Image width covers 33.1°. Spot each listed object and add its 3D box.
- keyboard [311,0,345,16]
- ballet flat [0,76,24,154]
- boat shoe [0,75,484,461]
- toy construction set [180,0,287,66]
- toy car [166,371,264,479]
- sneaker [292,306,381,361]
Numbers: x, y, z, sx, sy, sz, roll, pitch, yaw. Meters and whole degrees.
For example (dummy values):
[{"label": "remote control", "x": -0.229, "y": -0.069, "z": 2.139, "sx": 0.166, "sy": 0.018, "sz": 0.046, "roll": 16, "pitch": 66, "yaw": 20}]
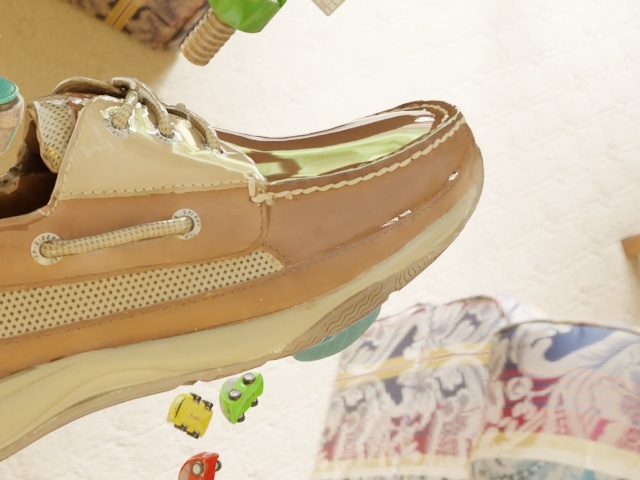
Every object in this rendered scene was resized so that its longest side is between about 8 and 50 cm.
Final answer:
[{"label": "keyboard", "x": -0.052, "y": -0.437, "z": 1.560, "sx": 0.256, "sy": 0.072, "sz": 0.014, "roll": 42, "pitch": 22, "yaw": -21}, {"label": "ballet flat", "x": -0.503, "y": -0.188, "z": 1.300, "sx": 0.316, "sy": 0.106, "sz": 0.107, "roll": 29, "pitch": 38, "yaw": 13}, {"label": "boat shoe", "x": -0.076, "y": -0.007, "z": 0.427, "sx": 0.324, "sy": 0.123, "sz": 0.116, "roll": -23, "pitch": 109, "yaw": -23}, {"label": "toy construction set", "x": -0.065, "y": -0.306, "z": 0.529, "sx": 0.257, "sy": 0.237, "sz": 0.309, "roll": 32, "pitch": 41, "yaw": -20}, {"label": "toy car", "x": -0.172, "y": 0.292, "z": 1.762, "sx": 0.225, "sy": 0.053, "sz": 0.239, "roll": -45, "pitch": 141, "yaw": -44}, {"label": "sneaker", "x": 0.000, "y": 0.000, "z": 1.430, "sx": 0.127, "sy": 0.319, "sz": 0.208, "roll": -6, "pitch": 49, "yaw": -26}]
